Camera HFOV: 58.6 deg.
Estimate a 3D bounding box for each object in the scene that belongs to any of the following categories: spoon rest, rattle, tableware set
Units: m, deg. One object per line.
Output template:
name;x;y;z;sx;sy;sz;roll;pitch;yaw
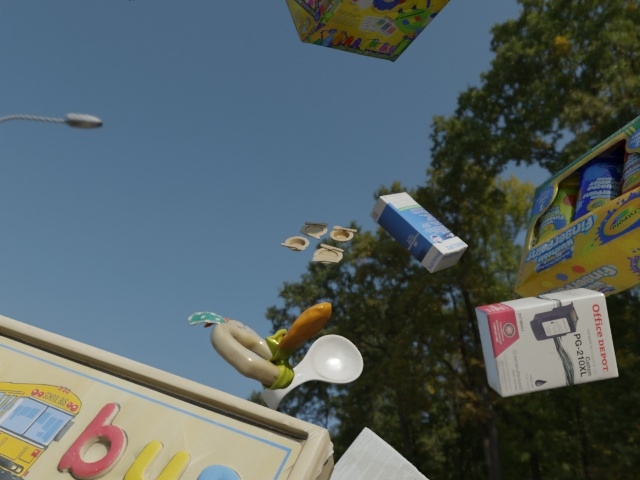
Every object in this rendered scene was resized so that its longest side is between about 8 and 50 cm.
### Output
spoon rest;-0.010;0.318;1.385;0.276;0.137;0.084;-24;-28;-34
rattle;-0.094;0.107;0.804;0.130;0.143;0.199;12;14;-32
tableware set;0.000;0.000;1.317;0.141;0.169;0.020;13;-56;20

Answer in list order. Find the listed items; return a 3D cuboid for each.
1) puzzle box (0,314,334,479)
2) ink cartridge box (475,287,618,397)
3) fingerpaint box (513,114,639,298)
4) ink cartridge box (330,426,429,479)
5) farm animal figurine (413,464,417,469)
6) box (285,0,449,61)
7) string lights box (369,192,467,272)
puzzle box;-0.226;0.174;0.350;0.408;0.272;0.052;11;-49;22
ink cartridge box;0.455;0.204;1.156;0.237;0.172;0.100;-10;0;0
fingerpaint box;0.705;-0.062;1.406;0.163;0.371;0.445;28;-30;-8
ink cartridge box;0.096;0.410;0.911;0.179;0.145;0.045;30;-18;40
farm animal figurine;0.156;0.691;1.219;0.172;0.330;0.327;-10;-40;-17
box;0.118;-0.571;1.247;0.289;0.177;0.279;-2;-25;-38
string lights box;0.281;-0.029;1.645;0.133;0.260;0.077;-12;-42;-45
